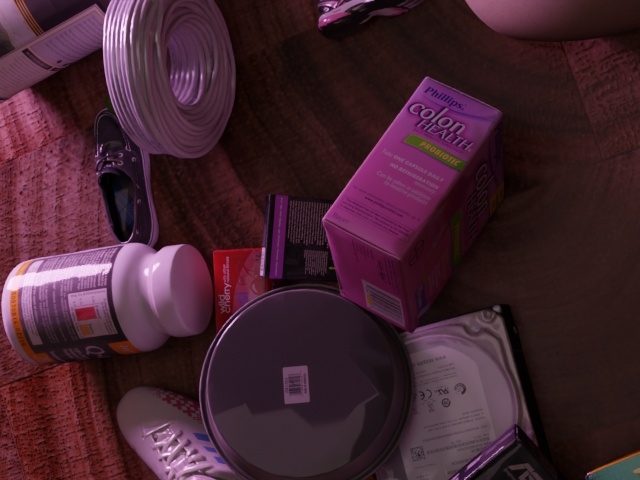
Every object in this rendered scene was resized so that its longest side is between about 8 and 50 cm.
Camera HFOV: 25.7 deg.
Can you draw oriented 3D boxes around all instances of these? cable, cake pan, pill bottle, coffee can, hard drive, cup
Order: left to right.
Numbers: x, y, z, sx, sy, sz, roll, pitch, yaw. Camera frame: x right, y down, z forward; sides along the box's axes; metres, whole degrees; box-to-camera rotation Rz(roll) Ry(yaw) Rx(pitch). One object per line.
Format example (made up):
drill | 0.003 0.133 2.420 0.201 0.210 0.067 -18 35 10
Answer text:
coffee can | -0.415 -0.350 2.081 0.275 0.201 0.202 -25 79 19
pill bottle | -0.308 0.089 2.039 0.278 0.162 0.162 -9 84 22
cable | -0.211 -0.244 1.965 0.089 0.257 0.257 0 64 26
cake pan | -0.024 0.194 1.868 0.293 0.054 0.293 -2 74 8
hard drive | 0.184 0.277 1.888 0.236 0.064 0.339 -17 82 21
cup | 0.302 -0.380 1.762 0.237 0.331 0.331 -32 75 45

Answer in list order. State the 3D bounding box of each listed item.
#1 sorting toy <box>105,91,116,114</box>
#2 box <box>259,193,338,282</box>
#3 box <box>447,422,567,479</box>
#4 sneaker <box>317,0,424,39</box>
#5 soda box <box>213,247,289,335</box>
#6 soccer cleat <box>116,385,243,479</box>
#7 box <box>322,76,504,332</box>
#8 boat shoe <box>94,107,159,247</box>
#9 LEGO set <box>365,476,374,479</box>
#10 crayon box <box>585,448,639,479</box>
sorting toy | -0.273 -0.217 2.092 0.102 0.042 0.061 10 65 6
box | 0.000 0.000 1.944 0.162 0.029 0.116 5 89 -15
box | 0.259 0.483 1.772 0.318 0.097 0.395 -41 89 8
sneaker | 0.070 -0.354 1.961 0.178 0.072 0.077 -19 70 14
soda box | -0.094 0.143 1.988 0.083 0.092 0.263 -4 86 21
soccer cleat | -0.176 0.315 1.985 0.331 0.143 0.116 35 100 20
box | 0.126 -0.042 1.798 0.117 0.213 0.243 27 68 20
boat shoe | -0.302 -0.093 2.091 0.080 0.076 0.229 -13 83 21
LEGO set | 0.036 0.358 1.910 0.087 0.227 0.093 -5 121 -12
crayon box | 0.479 0.264 1.714 0.278 0.165 0.081 -26 78 18
